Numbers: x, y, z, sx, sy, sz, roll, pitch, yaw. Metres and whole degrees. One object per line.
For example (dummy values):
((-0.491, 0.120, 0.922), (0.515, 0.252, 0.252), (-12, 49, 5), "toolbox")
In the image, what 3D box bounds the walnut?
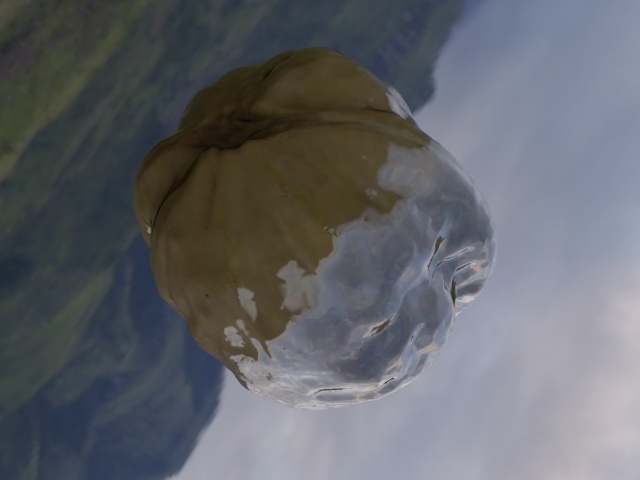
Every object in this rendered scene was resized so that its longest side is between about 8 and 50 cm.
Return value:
((-0.007, -0.001, 1.397), (0.383, 0.383, 0.383), (-52, -168, 16), "walnut")
